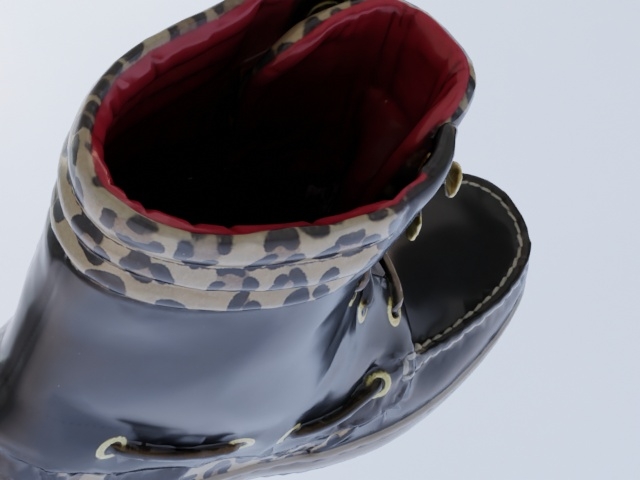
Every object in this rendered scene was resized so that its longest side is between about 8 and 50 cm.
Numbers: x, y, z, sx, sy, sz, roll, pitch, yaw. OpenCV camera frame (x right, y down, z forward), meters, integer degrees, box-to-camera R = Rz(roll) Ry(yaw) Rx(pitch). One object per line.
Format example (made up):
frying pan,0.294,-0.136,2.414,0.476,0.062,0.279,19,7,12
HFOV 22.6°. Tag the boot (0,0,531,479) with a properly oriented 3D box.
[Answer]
boot,0.000,0.000,0.767,0.377,0.284,0.138,-19,-114,-32
